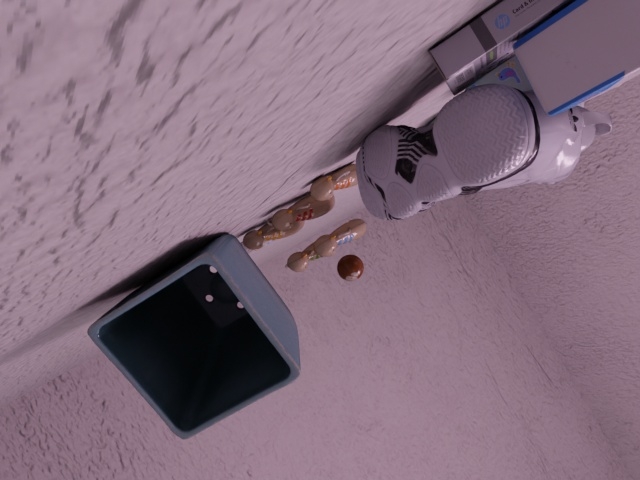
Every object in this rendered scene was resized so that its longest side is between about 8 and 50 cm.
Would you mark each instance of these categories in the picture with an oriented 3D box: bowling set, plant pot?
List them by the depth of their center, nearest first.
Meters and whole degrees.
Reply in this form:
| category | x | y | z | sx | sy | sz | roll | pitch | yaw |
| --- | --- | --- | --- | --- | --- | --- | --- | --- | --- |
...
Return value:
| category | x | y | z | sx | sy | sz | roll | pitch | yaw |
| --- | --- | --- | --- | --- | --- | --- | --- | --- | --- |
| plant pot | -0.186 | 0.133 | 0.947 | 0.247 | 0.247 | 0.252 | -31 | -165 | 13 |
| bowling set | 0.000 | 0.000 | 1.030 | 0.154 | 0.200 | 0.287 | -27 | 173 | -41 |

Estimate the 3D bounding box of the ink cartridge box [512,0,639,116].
| category | x | y | z | sx | sy | sz | roll | pitch | yaw |
| --- | --- | --- | --- | --- | --- | --- | --- | --- | --- |
| ink cartridge box | 0.312 | -0.211 | 0.548 | 0.203 | 0.086 | 0.148 | -27 | 179 | -45 |

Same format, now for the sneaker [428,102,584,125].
| category | x | y | z | sx | sy | sz | roll | pitch | yaw |
| --- | --- | --- | --- | --- | --- | --- | --- | --- | --- |
| sneaker | 0.348 | -0.219 | 1.058 | 0.318 | 0.127 | 0.208 | -19 | -177 | 27 |

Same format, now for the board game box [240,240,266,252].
| category | x | y | z | sx | sy | sz | roll | pitch | yaw |
| --- | --- | --- | --- | --- | --- | --- | --- | --- | --- |
| board game box | -0.130 | -0.006 | 1.258 | 0.154 | 0.026 | 0.103 | -31 | 179 | 0 |

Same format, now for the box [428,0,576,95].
| category | x | y | z | sx | sy | sz | roll | pitch | yaw |
| --- | --- | --- | --- | --- | --- | --- | --- | --- | --- |
| box | 0.209 | -0.226 | 0.566 | 0.186 | 0.038 | 0.145 | -30 | 179 | 20 |

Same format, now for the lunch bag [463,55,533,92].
| category | x | y | z | sx | sy | sz | roll | pitch | yaw |
| --- | --- | --- | --- | --- | --- | --- | --- | --- | --- |
| lunch bag | 0.372 | -0.271 | 0.861 | 0.279 | 0.108 | 0.224 | -29 | 178 | -43 |

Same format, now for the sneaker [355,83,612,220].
| category | x | y | z | sx | sy | sz | roll | pitch | yaw |
| --- | --- | --- | --- | --- | --- | --- | --- | --- | --- |
| sneaker | 0.208 | -0.115 | 0.762 | 0.210 | 0.138 | 0.365 | -8 | 177 | -26 |
